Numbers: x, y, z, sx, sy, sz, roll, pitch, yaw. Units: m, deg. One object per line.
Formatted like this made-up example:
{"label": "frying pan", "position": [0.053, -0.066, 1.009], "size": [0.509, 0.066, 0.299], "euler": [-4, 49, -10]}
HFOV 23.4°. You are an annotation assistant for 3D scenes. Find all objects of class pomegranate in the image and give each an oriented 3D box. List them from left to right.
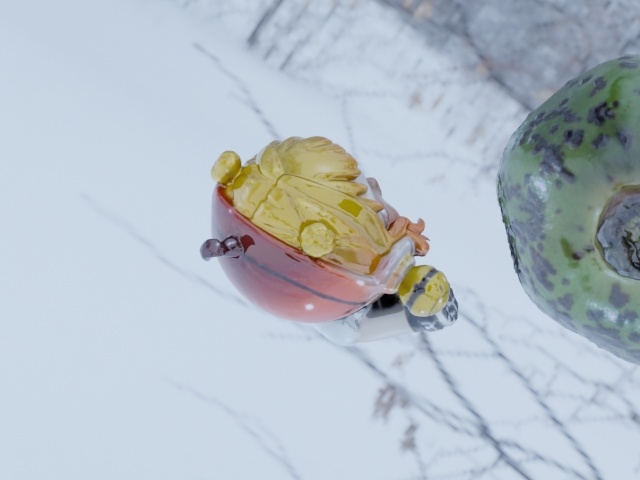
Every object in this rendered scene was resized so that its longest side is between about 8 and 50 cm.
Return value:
{"label": "pomegranate", "position": [0.258, -0.018, 1.206], "size": [0.254, 0.254, 0.270], "euler": [36, 16, 3]}

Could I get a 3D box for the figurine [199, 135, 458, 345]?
{"label": "figurine", "position": [-0.002, 0.004, 1.736], "size": [0.320, 0.196, 0.323], "euler": [36, -2, 35]}
